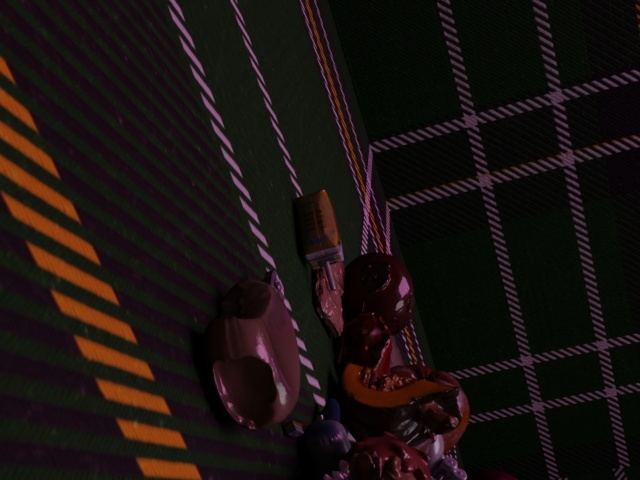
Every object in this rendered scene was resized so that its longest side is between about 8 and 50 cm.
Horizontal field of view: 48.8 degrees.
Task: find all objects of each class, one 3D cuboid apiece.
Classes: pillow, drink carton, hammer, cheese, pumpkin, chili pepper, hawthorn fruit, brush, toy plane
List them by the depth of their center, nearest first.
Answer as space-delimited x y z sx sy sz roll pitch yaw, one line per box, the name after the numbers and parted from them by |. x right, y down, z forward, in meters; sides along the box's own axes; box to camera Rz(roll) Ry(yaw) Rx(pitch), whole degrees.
-0.077 0.114 0.898 0.286 0.082 0.163 -85 159 -65 | cheese
-0.034 0.279 1.041 0.021 0.019 0.083 62 4 21 | brush
0.017 0.314 1.140 0.194 0.069 0.116 -85 160 -73 | hammer
0.147 0.333 1.340 0.126 0.248 0.131 -67 162 -60 | pumpkin
0.000 0.000 1.398 0.074 0.084 0.200 66 10 -55 | drink carton
0.018 0.087 1.489 0.232 0.043 0.126 -88 156 -47 | pillow
0.200 0.477 1.498 0.118 0.252 0.252 -29 107 -46 | toy plane
0.107 0.289 1.520 0.144 0.136 0.253 47 -22 46 | chili pepper
0.227 0.417 1.708 0.231 0.263 0.235 29 25 -28 | hawthorn fruit
0.190 0.326 1.964 0.173 0.067 0.270 -91 165 -65 | pillow

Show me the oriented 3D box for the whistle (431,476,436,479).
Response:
0.133 0.494 1.351 0.289 0.163 0.163 32 32 -22 | whistle

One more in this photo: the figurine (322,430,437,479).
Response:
0.076 0.362 0.963 0.387 0.166 0.207 -6 118 -58 | figurine

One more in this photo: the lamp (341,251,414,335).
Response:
0.128 0.134 1.620 0.258 0.180 0.180 73 8 -61 | lamp

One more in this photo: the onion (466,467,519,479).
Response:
0.426 0.788 2.050 0.385 0.348 0.348 42 7 10 | onion
